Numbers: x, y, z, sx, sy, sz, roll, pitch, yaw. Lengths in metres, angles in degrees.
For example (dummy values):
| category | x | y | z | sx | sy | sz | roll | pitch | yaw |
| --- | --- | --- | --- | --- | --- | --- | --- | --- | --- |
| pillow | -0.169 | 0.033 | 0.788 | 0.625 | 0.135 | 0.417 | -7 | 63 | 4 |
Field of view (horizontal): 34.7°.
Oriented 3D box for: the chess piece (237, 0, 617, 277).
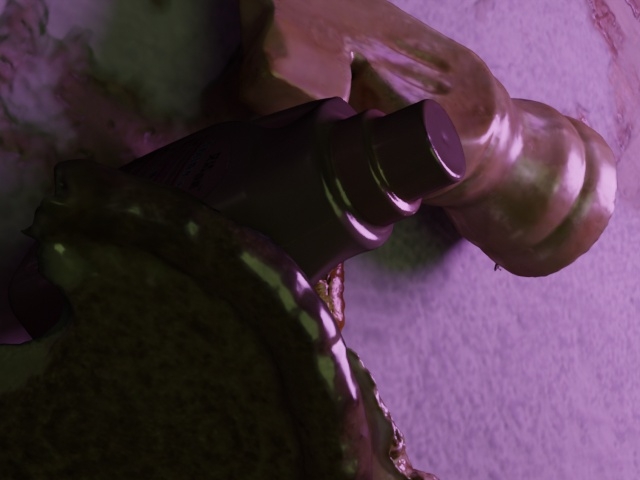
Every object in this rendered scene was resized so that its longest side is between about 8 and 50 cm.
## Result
| category | x | y | z | sx | sy | sz | roll | pitch | yaw |
| --- | --- | --- | --- | --- | --- | --- | --- | --- | --- |
| chess piece | 0.063 | -0.090 | 0.696 | 0.301 | 0.137 | 0.137 | 29 | 68 | -30 |

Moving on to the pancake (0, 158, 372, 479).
| category | x | y | z | sx | sy | sz | roll | pitch | yaw |
| --- | --- | --- | --- | --- | --- | --- | --- | --- | --- |
| pancake | -0.121 | 0.104 | 0.456 | 0.288 | 0.033 | 0.286 | 8 | 106 | -2 |

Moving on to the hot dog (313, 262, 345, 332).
| category | x | y | z | sx | sy | sz | roll | pitch | yaw |
| --- | --- | --- | --- | --- | --- | --- | --- | --- | --- |
| hot dog | 0.000 | 0.000 | 0.694 | 0.044 | 0.028 | 0.137 | 7 | 83 | -32 |

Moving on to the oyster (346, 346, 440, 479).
| category | x | y | z | sx | sy | sz | roll | pitch | yaw |
| --- | --- | --- | --- | --- | --- | --- | --- | --- | --- |
| oyster | -0.015 | 0.131 | 0.638 | 0.233 | 0.107 | 0.161 | 35 | 74 | -13 |

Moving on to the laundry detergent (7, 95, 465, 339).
| category | x | y | z | sx | sy | sz | roll | pitch | yaw |
| --- | --- | --- | --- | --- | --- | --- | --- | --- | --- |
| laundry detergent | -0.035 | -0.027 | 0.531 | 0.076 | 0.237 | 0.171 | 56 | 29 | -21 |
